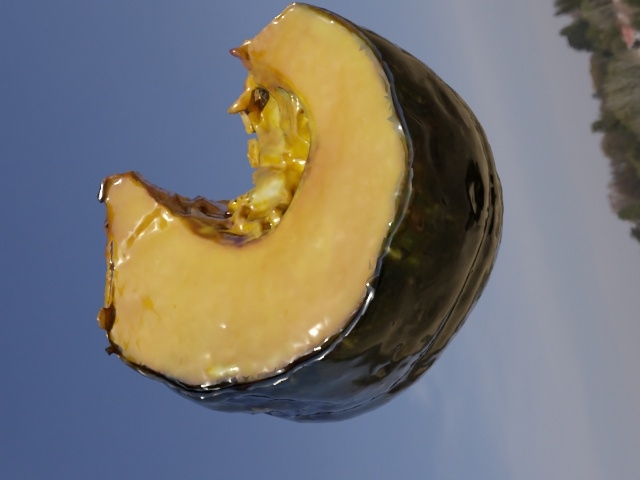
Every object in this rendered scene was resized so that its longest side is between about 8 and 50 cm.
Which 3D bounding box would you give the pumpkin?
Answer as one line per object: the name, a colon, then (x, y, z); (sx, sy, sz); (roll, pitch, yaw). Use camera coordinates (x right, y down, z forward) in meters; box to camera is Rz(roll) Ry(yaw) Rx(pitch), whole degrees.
pumpkin: (0.000, 0.000, 0.629); (0.225, 0.303, 0.256); (10, -134, -57)
